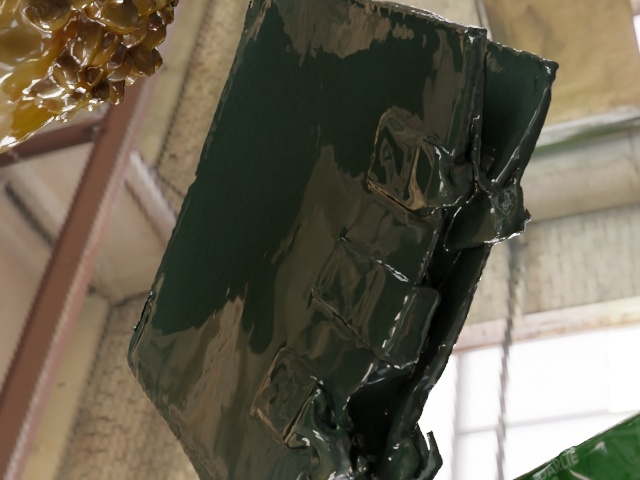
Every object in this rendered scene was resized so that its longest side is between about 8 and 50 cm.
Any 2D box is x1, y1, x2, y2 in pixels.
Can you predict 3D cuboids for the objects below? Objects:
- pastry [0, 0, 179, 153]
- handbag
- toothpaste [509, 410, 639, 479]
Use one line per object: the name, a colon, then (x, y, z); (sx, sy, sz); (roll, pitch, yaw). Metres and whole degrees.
pastry: (-0.145, -0.132, 0.516); (0.162, 0.311, 0.255); (30, -121, -30)
handbag: (0.001, 0.000, 0.649); (0.247, 0.079, 0.260); (-68, 26, 9)
toothpaste: (0.156, 0.082, 0.515); (0.078, 0.248, 0.047); (61, 177, 38)
